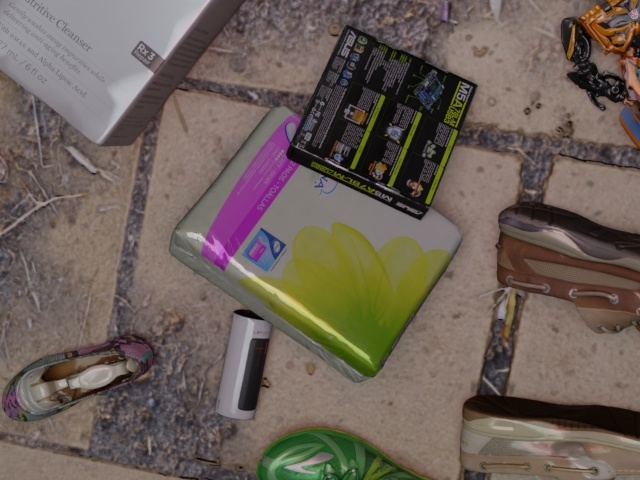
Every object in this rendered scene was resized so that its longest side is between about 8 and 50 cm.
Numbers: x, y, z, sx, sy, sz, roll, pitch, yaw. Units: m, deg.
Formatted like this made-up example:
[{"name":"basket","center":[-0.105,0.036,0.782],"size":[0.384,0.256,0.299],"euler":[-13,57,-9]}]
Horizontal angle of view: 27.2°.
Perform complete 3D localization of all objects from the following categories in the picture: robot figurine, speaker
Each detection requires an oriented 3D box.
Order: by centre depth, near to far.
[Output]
[{"name":"robot figurine","center":[0.427,-0.206,1.597],"size":[0.211,0.085,0.291],"euler":[-37,91,13]},{"name":"speaker","center":[-0.099,0.159,1.708],"size":[0.055,0.055,0.136],"euler":[12,97,4]}]

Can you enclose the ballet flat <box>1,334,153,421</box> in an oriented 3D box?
[{"name":"ballet flat","center":[-0.325,0.182,1.721],"size":[0.221,0.079,0.077],"euler":[-20,95,8]}]

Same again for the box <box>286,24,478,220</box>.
[{"name":"box","center":[0.077,-0.146,1.609],"size":[0.184,0.045,0.191],"euler":[25,65,-5]}]

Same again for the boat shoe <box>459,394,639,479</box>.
[{"name":"boat shoe","center":[0.324,0.265,1.653],"size":[0.302,0.109,0.098],"euler":[6,102,11]}]

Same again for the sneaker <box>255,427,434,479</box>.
[{"name":"sneaker","center":[0.061,0.322,1.674],"size":[0.295,0.123,0.109],"euler":[20,98,4]}]

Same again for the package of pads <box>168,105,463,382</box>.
[{"name":"package of pads","center":[0.000,0.000,1.616],"size":[0.296,0.101,0.229],"euler":[36,67,1]}]

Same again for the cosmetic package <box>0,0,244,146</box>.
[{"name":"cosmetic package","center":[-0.214,-0.325,1.617],"size":[0.217,0.156,0.385],"euler":[38,99,3]}]

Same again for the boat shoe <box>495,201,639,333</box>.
[{"name":"boat shoe","center":[0.359,0.052,1.597],"size":[0.324,0.123,0.116],"euler":[22,109,29]}]

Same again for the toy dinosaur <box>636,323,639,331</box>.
[{"name":"toy dinosaur","center":[0.450,0.091,1.640],"size":[0.112,0.064,0.211],"euler":[-39,91,7]}]
